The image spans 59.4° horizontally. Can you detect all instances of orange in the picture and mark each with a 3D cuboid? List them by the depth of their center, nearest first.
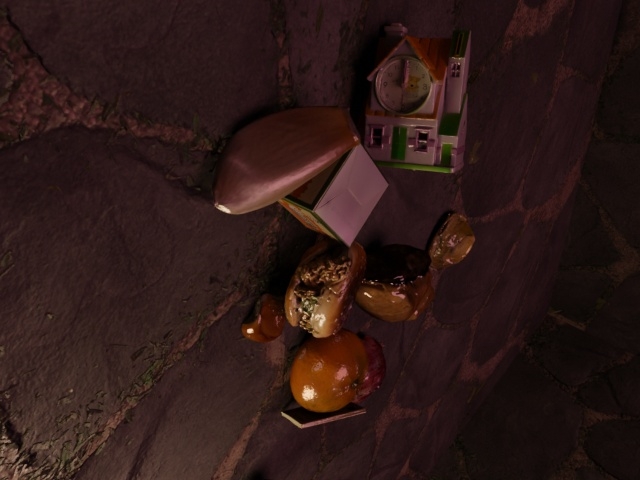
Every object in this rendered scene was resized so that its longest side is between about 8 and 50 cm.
[{"bbox_3d":[0.029,0.353,1.517,0.240,0.171,0.240,-33,138,-36],"label":"orange"}]

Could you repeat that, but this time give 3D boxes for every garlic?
[{"bbox_3d":[-0.071,-0.160,1.045,0.318,0.143,0.112,-32,168,-10],"label":"garlic"}]

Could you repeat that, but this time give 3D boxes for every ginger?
[{"bbox_3d":[0.183,0.128,1.538,0.269,0.201,0.222,-31,130,-44],"label":"ginger"}]

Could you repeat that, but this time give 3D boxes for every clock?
[{"bbox_3d":[0.204,-0.317,1.241,0.166,0.235,0.309,-29,124,-64],"label":"clock"}]

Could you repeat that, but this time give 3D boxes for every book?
[{"bbox_3d":[0.008,0.475,1.557,0.199,0.138,0.016,-5,91,-26],"label":"book"}]

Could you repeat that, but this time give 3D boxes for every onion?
[{"bbox_3d":[0.139,0.404,1.752,0.284,0.120,0.227,-27,138,-41],"label":"onion"}]

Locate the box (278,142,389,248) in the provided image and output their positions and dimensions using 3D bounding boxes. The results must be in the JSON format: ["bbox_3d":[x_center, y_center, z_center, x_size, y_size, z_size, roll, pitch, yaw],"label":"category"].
[{"bbox_3d":[0.017,-0.117,1.193,0.177,0.148,0.195,-57,147,-6],"label":"box"}]

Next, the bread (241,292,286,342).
[{"bbox_3d":[-0.120,0.186,1.318,0.129,0.044,0.126,25,91,-53],"label":"bread"}]

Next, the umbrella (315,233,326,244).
[{"bbox_3d":[0.000,0.000,1.365,0.027,0.025,0.165,-62,168,-69],"label":"umbrella"}]

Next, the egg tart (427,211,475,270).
[{"bbox_3d":[0.458,0.013,1.934,0.232,0.098,0.252,-43,146,-22],"label":"egg tart"}]

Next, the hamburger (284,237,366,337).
[{"bbox_3d":[0.022,0.102,1.311,0.286,0.146,0.243,91,24,-52],"label":"hamburger"}]
